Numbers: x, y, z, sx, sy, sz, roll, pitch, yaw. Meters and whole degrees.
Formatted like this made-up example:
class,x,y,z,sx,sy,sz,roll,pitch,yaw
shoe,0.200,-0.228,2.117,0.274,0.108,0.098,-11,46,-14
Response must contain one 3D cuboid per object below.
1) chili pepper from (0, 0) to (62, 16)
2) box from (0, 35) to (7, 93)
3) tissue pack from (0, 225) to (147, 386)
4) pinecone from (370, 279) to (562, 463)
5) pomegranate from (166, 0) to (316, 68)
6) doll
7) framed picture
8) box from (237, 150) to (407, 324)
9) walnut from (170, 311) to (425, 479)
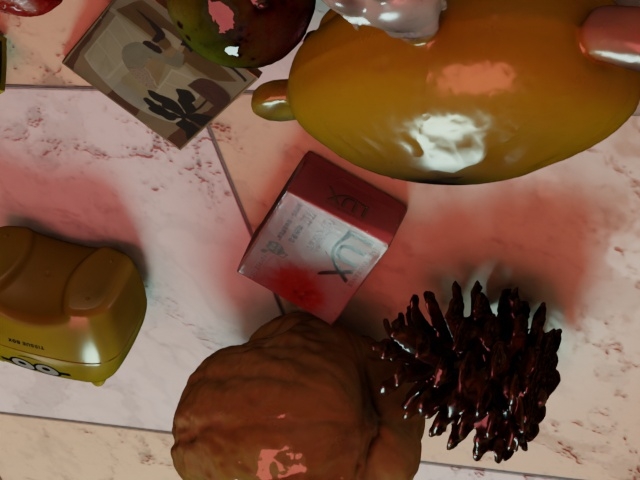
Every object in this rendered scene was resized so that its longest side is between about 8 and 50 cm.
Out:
class,x,y,z,sx,sy,sz,roll,pitch,yaw
chili pepper,-0.311,-0.283,1.594,0.253,0.136,0.144,32,97,-21
box,-0.408,-0.143,1.773,0.141,0.064,0.220,15,154,-37
tissue pack,-0.268,0.069,1.924,0.178,0.123,0.127,13,139,16
pinecone,0.128,0.111,1.723,0.165,0.163,0.163,17,140,15
pomegranate,-0.063,-0.201,1.531,0.130,0.130,0.130,16,140,14
doll,0.157,-0.131,1.398,0.423,0.161,0.348,4,169,1
framed picture,-0.142,-0.151,1.667,0.136,0.010,0.201,36,153,-11
box,0.000,0.000,1.752,0.111,0.060,0.156,28,142,-3
walnut,-0.026,0.191,1.852,0.224,0.257,0.257,12,152,-35
